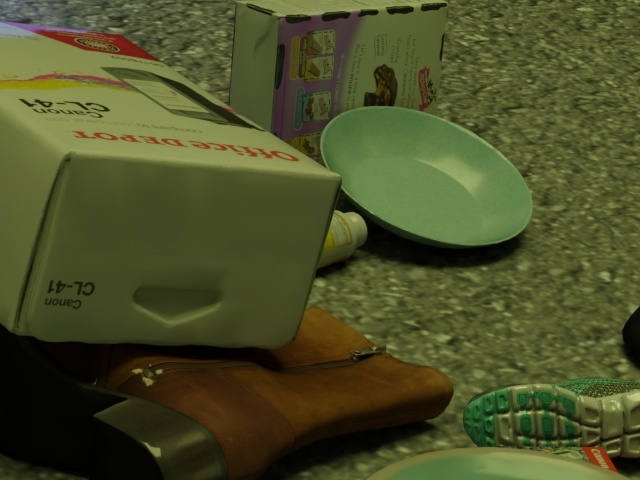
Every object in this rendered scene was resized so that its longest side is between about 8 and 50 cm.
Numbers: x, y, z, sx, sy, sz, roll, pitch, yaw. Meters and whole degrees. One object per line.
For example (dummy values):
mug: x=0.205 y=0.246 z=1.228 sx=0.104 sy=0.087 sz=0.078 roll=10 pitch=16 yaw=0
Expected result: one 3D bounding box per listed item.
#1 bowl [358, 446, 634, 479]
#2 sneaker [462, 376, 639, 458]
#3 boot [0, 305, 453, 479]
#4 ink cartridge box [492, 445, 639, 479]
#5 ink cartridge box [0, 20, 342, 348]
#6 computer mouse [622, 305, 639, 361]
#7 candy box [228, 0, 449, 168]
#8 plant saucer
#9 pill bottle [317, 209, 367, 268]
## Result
bowl: x=0.090 y=0.211 z=0.946 sx=0.312 sy=0.163 sz=0.311 roll=5 pitch=21 yaw=-2
sneaker: x=0.171 y=0.123 z=1.337 sx=0.167 sy=0.065 sz=0.076 roll=3 pitch=6 yaw=-17
boot: x=-0.088 y=0.073 z=1.319 sx=0.264 sy=0.096 sz=0.280 roll=23 pitch=27 yaw=35
ink cartridge box: x=0.172 y=0.159 z=1.266 sx=0.115 sy=0.029 sz=0.063 roll=1 pitch=22 yaw=-11
ink cartridge box: x=-0.166 y=-0.048 z=1.327 sx=0.226 sy=0.131 sz=0.306 roll=3 pitch=19 yaw=-39
computer mouse: x=0.363 y=0.077 z=1.465 sx=0.272 sy=0.072 sz=0.188 roll=16 pitch=25 yaw=21
candy box: x=0.015 y=-0.136 z=1.758 sx=0.196 sy=0.164 sz=0.070 roll=-10 pitch=24 yaw=-38
plant saucer: x=0.087 y=-0.045 z=1.690 sx=0.195 sy=0.037 sz=0.195 roll=14 pitch=35 yaw=-10
pill bottle: x=0.000 y=0.000 z=1.587 sx=0.043 sy=0.043 sz=0.083 roll=24 pitch=27 yaw=36
